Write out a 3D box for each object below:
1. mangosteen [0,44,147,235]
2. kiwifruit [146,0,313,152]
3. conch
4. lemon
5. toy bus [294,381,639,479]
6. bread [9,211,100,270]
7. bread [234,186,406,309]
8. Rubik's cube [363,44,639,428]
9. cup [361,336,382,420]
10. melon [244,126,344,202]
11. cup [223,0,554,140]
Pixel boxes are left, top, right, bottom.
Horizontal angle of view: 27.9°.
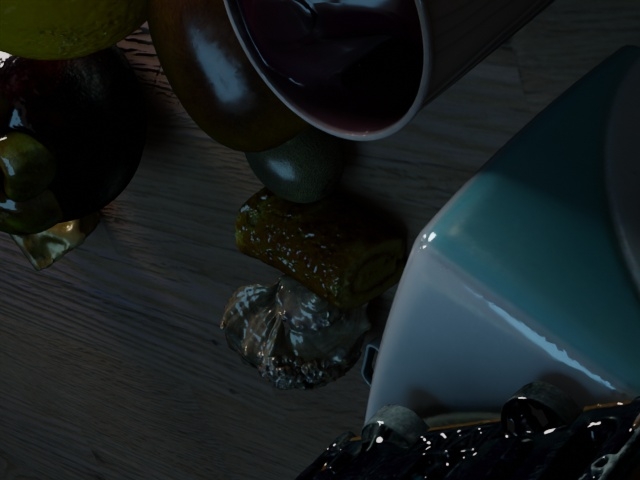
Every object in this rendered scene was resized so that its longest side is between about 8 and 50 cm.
[{"bbox_3d":[-0.377,-0.147,1.647,0.300,0.300,0.300,32,143,27],"label":"mangosteen"},{"bbox_3d":[-0.072,-0.210,1.298,0.234,0.196,0.196,56,148,-10],"label":"kiwifruit"},{"bbox_3d":[-0.033,0.109,1.606,0.178,0.163,0.245,19,162,0],"label":"conch"},{"bbox_3d":[-0.287,-0.325,1.364,0.293,0.293,0.293,32,143,27],"label":"lemon"},{"bbox_3d":[0.111,0.220,0.863,0.323,0.162,0.194,-18,108,51],"label":"toy bus"},{"bbox_3d":[-0.444,-0.097,1.929,0.267,0.130,0.152,57,150,-7],"label":"bread"},{"bbox_3d":[0.000,0.000,1.487,0.172,0.132,0.103,31,131,32],"label":"bread"},{"bbox_3d":[0.271,0.099,1.036,0.351,0.352,0.347,38,147,23],"label":"Rubik's cube"},{"bbox_3d":[0.102,0.180,1.568,0.128,0.095,0.129,40,148,16],"label":"cup"},{"bbox_3d":[-0.032,-0.099,1.445,0.131,0.098,0.098,39,146,25],"label":"melon"},{"bbox_3d":[0.073,-0.257,0.989,0.208,0.273,0.288,21,137,39],"label":"cup"}]
